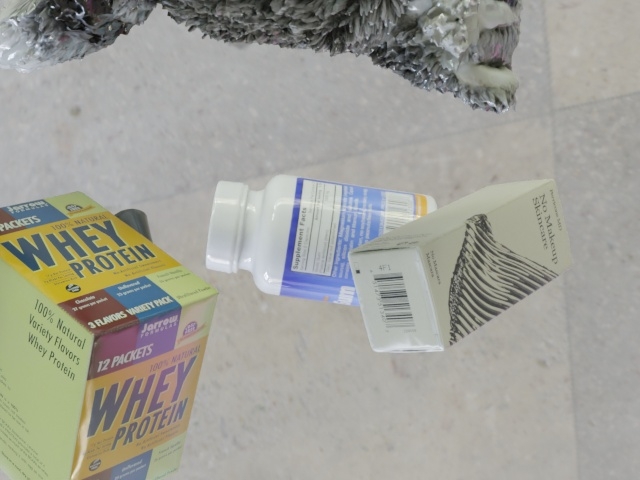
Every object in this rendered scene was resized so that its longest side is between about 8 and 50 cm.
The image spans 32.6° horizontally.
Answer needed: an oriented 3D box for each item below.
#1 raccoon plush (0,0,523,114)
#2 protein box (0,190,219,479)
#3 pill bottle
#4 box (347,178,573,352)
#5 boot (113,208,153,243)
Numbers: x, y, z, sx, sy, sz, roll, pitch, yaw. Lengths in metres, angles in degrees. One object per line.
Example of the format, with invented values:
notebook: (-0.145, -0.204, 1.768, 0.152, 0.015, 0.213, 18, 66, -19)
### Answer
raccoon plush: (-0.032, -0.197, 0.991, 0.446, 0.216, 0.299, -20, 123, 25)
protein box: (-0.220, 0.096, 0.963, 0.136, 0.200, 0.201, -18, 132, -47)
pill bottle: (0.000, 0.000, 1.358, 0.272, 0.152, 0.152, 7, 107, -2)
box: (0.155, 0.021, 1.149, 0.275, 0.094, 0.113, -26, 104, -46)
boot: (-0.302, 0.098, 1.668, 0.094, 0.207, 0.246, 11, 120, -35)
